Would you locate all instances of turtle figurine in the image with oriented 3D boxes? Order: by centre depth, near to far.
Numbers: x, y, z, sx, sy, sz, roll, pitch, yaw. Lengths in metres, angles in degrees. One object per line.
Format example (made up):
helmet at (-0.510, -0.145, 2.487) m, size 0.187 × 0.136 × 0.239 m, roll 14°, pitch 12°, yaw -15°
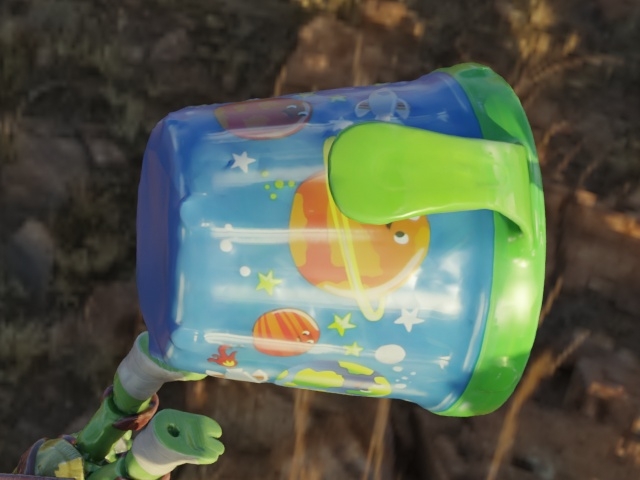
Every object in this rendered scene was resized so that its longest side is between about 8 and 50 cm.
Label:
turtle figurine at (-0.161, 0.223, 1.501) m, size 0.274 × 0.266 × 0.198 m, roll 38°, pitch 32°, yaw -5°

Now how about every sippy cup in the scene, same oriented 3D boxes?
sippy cup at (0.000, 0.000, 1.100) m, size 0.224 × 0.305 × 0.240 m, roll 0°, pitch 41°, yaw -15°
